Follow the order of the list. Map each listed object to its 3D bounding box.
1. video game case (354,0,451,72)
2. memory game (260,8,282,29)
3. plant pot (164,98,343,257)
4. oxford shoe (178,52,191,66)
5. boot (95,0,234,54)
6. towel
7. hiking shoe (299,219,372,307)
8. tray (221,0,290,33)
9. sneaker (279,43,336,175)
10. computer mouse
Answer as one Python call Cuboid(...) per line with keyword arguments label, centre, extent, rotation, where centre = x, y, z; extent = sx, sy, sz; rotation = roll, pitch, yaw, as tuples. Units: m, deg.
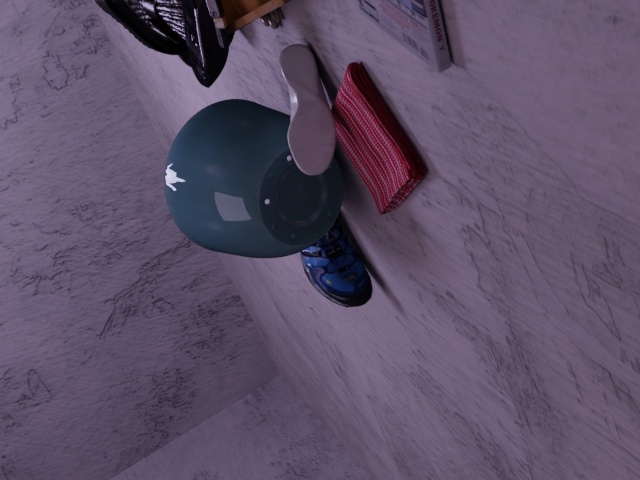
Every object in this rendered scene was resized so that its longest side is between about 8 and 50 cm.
Cuboid(label="video game case", centre=(0.079, -0.315, 1.289), extent=(0.201, 0.023, 0.183), rotation=(49, 165, 45))
Cuboid(label="memory game", centre=(-0.116, -0.439, 1.826), extent=(0.186, 0.012, 0.186), rotation=(56, 168, 18))
Cuboid(label="plant pot", centre=(-0.099, -0.099, 1.963), extent=(0.235, 0.293, 0.293), rotation=(19, 139, 53))
Cuboid(label="oxford shoe", centre=(-0.335, -0.487, 2.465), extent=(0.227, 0.082, 0.096), rotation=(62, 172, -8))
Cuboid(label="boot", centre=(-0.262, -0.437, 2.167), extent=(0.260, 0.131, 0.348), rotation=(18, -179, 26))
Cuboid(label="towel", centre=(0.077, -0.149, 1.687), extent=(0.199, 0.031, 0.275), rotation=(59, 169, 6))
Cuboid(label="hiking shoe", centre=(0.000, 0.000, 2.171), extent=(0.304, 0.113, 0.132), rotation=(55, 168, 22))
Cuboid(label="tray", centre=(-0.132, -0.442, 1.689), extent=(0.203, 0.076, 0.411), rotation=(62, 166, -11))
Cuboid(label="sneaker", centre=(-0.016, -0.210, 1.781), extent=(0.094, 0.080, 0.212), rotation=(17, -115, -84))
Cuboid(label="computer mouse", centre=(-0.170, -0.355, 1.736), extent=(0.184, 0.060, 0.262), rotation=(-133, 30, -52))
